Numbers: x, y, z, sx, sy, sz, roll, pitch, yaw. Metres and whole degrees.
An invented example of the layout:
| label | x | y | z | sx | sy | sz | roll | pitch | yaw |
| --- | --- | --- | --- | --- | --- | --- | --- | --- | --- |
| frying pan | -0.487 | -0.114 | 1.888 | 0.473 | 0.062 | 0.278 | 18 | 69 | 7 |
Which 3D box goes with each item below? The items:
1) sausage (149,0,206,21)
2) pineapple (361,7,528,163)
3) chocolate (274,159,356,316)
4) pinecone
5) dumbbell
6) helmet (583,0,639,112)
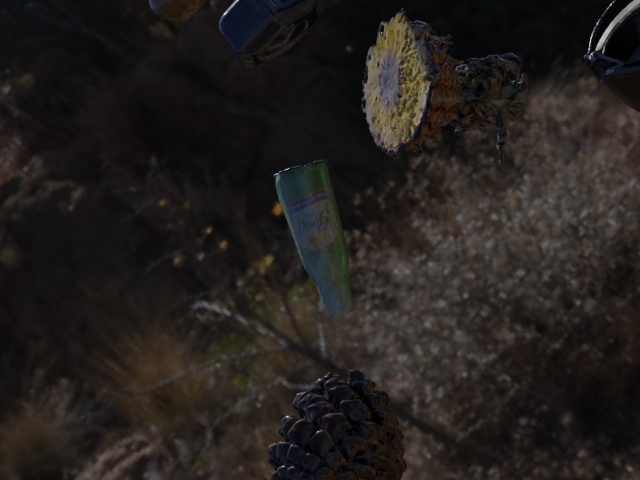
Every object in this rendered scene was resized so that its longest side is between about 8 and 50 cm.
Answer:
| label | x | y | z | sx | sy | sz | roll | pitch | yaw |
| --- | --- | --- | --- | --- | --- | --- | --- | --- | --- |
| sausage | -0.190 | -0.604 | 2.135 | 0.501 | 0.123 | 0.136 | -39 | 0 | 38 |
| pineapple | 0.247 | -0.265 | 1.914 | 0.262 | 0.271 | 0.262 | -8 | 81 | 63 |
| chocolate | 0.000 | 0.000 | 2.022 | 0.110 | 0.291 | 0.110 | -17 | -5 | -1 |
| pinecone | 0.022 | 0.278 | 1.442 | 0.204 | 0.184 | 0.179 | -94 | 2 | -49 |
| dumbbell | -0.145 | -0.412 | 1.564 | 0.144 | 0.325 | 0.160 | -36 | -7 | 1 |
| helmet | 0.598 | -0.323 | 1.850 | 0.225 | 0.177 | 0.305 | -42 | 18 | 25 |
